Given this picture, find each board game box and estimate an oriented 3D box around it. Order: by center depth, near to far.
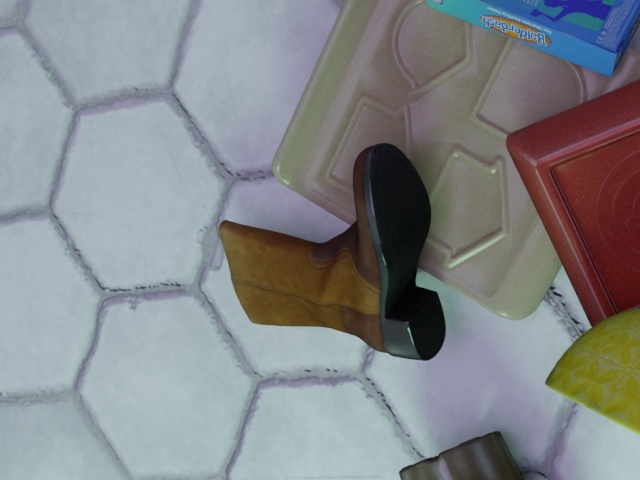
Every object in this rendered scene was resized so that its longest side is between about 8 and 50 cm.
[{"bbox_3d":[0.238,-0.277,1.293,0.210,0.047,0.160,26,69,16],"label":"board game box"}]

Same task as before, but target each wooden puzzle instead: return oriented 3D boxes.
[{"bbox_3d":[0.157,-0.129,1.394,0.347,0.080,0.322,30,109,15],"label":"wooden puzzle"}]

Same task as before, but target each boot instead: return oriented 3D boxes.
[{"bbox_3d":[0.000,0.000,1.425,0.280,0.096,0.264,11,133,40],"label":"boot"}]

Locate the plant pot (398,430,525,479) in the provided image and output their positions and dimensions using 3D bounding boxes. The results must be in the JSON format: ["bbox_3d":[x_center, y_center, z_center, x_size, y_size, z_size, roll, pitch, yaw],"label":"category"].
[{"bbox_3d":[0.175,0.312,1.399,0.167,0.167,0.165,-29,75,26],"label":"plant pot"}]

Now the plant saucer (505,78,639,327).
[{"bbox_3d":[0.353,-0.035,1.272,0.258,0.048,0.259,-22,104,22],"label":"plant saucer"}]

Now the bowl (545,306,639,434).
[{"bbox_3d":[0.381,0.136,1.220,0.289,0.289,0.156,26,90,21],"label":"bowl"}]
